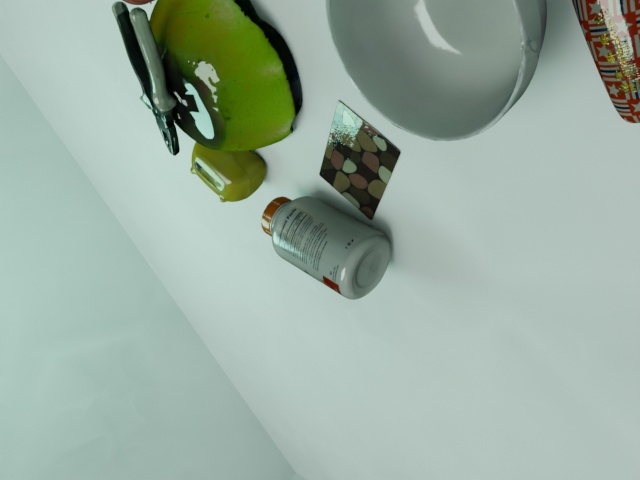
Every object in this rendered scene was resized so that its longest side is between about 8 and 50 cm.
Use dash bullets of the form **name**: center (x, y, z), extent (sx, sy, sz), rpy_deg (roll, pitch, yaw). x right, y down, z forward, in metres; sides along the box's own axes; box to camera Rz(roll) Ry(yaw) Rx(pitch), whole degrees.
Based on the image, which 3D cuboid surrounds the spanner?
- **spanner**: center (-0.329, -0.305, 1.177), extent (0.095, 0.040, 0.325), rpy_deg (31, 146, 33)

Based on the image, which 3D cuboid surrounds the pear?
- **pear**: center (-0.233, -0.339, 1.218), extent (0.398, 0.165, 0.399), rpy_deg (36, 149, 25)

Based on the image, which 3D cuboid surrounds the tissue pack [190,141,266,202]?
- **tissue pack**: center (-0.231, -0.181, 1.453), extent (0.178, 0.127, 0.123), rpy_deg (42, 149, 12)

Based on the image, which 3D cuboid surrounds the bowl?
- **bowl**: center (0.157, -0.281, 0.744), extent (0.287, 0.143, 0.287), rpy_deg (36, 149, 26)

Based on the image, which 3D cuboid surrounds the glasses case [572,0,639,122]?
- **glasses case**: center (0.337, -0.219, 0.659), extent (0.073, 0.049, 0.195), rpy_deg (-5, 121, 57)

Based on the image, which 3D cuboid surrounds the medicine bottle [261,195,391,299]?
- **medicine bottle**: center (0.000, 0.000, 1.304), extent (0.288, 0.157, 0.157), rpy_deg (29, 146, 34)

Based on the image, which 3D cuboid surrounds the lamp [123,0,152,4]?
- **lamp**: center (-0.390, -0.565, 1.199), extent (0.182, 0.140, 0.182), rpy_deg (39, 148, 30)

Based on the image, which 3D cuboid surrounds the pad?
- **pad**: center (0.071, -0.151, 1.181), extent (0.158, 0.003, 0.235), rpy_deg (42, 151, 14)
